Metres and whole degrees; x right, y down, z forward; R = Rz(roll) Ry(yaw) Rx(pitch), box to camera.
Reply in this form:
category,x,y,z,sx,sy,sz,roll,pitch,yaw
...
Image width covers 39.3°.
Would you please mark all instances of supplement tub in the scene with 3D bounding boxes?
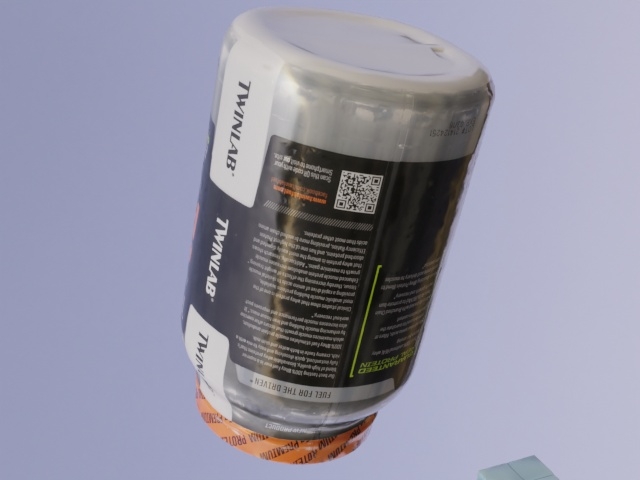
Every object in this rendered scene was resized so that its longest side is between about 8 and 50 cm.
category,x,y,z,sx,sy,sz,roll,pitch,yaw
supplement tub,0.000,0.000,0.677,0.194,0.193,0.316,-14,-54,-42

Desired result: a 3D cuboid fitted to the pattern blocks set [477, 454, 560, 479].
category,x,y,z,sx,sy,sz,roll,pitch,yaw
pattern blocks set,0.133,0.215,0.419,0.285,0.325,0.026,-13,-63,-32
